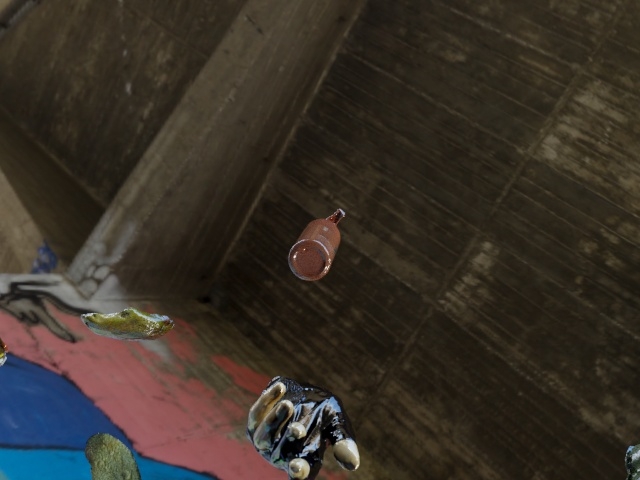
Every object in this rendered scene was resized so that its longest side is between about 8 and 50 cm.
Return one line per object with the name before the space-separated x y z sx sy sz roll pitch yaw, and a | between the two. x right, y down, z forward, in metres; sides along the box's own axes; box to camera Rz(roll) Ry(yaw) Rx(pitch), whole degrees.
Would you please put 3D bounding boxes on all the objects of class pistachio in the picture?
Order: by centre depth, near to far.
pistachio | -0.363 0.164 1.276 0.089 0.173 0.049 114 -26 -50

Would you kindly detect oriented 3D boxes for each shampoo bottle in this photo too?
shampoo bottle | -0.002 0.002 1.345 0.086 0.244 0.085 3 -70 9

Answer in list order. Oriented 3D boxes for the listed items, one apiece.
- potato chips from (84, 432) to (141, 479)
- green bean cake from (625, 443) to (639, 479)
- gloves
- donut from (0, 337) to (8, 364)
potato chips | -0.523 0.576 1.687 0.209 0.026 0.142 24 -109 17
green bean cake | 0.538 0.402 0.905 0.132 0.255 0.241 -56 -166 48
gloves | -0.030 0.323 1.134 0.197 0.301 0.152 12 -97 3
donut | -0.652 0.154 1.113 0.270 0.269 0.103 3 -129 33
